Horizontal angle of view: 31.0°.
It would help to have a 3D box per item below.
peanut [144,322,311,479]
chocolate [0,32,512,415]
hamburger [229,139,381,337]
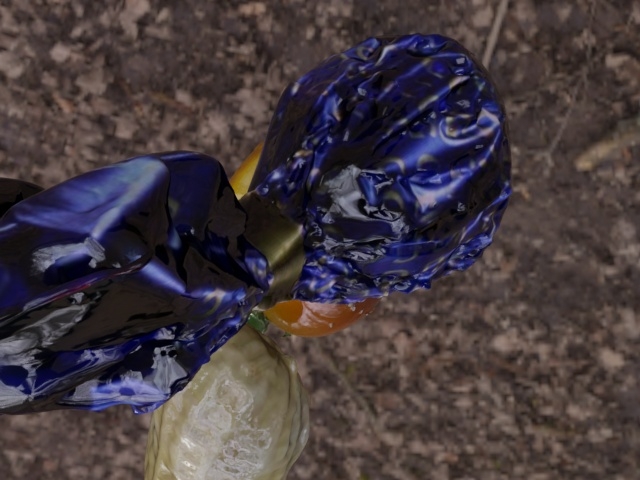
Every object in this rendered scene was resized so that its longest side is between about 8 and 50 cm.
[{"bbox_3d":[-0.104,0.216,1.202,0.158,0.174,0.340,28,129,13],"label":"peanut"},{"bbox_3d":[-0.043,0.003,0.470,0.148,0.343,0.126,-15,98,38],"label":"chocolate"},{"bbox_3d":[0.000,0.001,1.255,0.170,0.246,0.246,27,150,24],"label":"hamburger"}]
